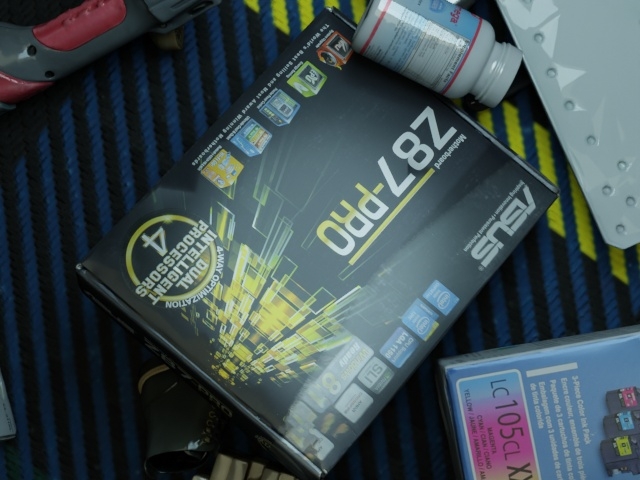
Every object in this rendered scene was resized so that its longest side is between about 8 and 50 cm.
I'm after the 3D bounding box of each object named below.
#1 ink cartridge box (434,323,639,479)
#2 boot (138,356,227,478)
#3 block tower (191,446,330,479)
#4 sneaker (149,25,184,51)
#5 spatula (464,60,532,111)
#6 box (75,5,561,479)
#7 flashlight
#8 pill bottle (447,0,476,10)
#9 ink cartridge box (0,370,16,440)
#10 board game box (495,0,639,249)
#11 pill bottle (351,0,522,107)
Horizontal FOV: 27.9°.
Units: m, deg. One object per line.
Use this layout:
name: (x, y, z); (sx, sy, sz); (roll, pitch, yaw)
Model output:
ink cartridge box: (0.317, 0.152, 1.232); (0.395, 0.270, 0.151); (-12, 86, 3)
boot: (-0.091, 0.166, 1.320); (0.198, 0.077, 0.137); (-21, 40, 11)
block tower: (0.029, 0.302, 1.324); (0.335, 0.097, 0.091); (16, 86, 4)
sneaker: (-0.202, -0.294, 1.412); (0.086, 0.064, 0.192); (-8, 81, 6)
spatula: (0.285, -0.218, 1.389); (0.296, 0.030, 0.084); (-30, 86, 0)
box: (0.000, 0.000, 1.308); (0.318, 0.097, 0.395); (41, 72, 5)
flashlight: (-0.261, -0.229, 1.347); (0.304, 0.103, 0.103); (-26, 80, 20)
pill bottle: (0.084, -0.316, 1.372); (0.108, 0.108, 0.193); (-38, 84, -1)
ink cartridge box: (-0.431, 0.176, 1.373); (0.175, 0.072, 0.127); (-18, 83, 2)
board game box: (0.394, -0.240, 1.350); (0.390, 0.050, 0.390); (-24, 87, -4)
pill bottle: (0.118, -0.198, 1.299); (0.160, 0.087, 0.087); (25, 86, -6)
